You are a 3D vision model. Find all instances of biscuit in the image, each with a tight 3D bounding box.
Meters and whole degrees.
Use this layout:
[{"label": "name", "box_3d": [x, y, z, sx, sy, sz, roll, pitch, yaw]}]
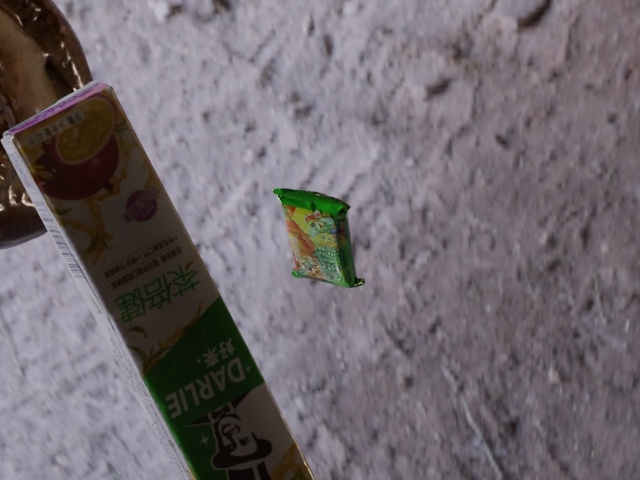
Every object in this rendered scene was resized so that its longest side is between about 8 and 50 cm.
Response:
[{"label": "biscuit", "box_3d": [0.000, 0.000, 1.035, 0.046, 0.089, 0.016, 12, 55, 16]}]

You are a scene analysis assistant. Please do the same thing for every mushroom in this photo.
[{"label": "mushroom", "box_3d": [-0.385, -0.147, 1.820, 0.239, 0.345, 0.345, -2, 63, 18]}]

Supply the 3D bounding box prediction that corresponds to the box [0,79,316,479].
[{"label": "box", "box_3d": [-0.069, 0.033, 0.775, 0.050, 0.041, 0.207, -29, 100, -13]}]
